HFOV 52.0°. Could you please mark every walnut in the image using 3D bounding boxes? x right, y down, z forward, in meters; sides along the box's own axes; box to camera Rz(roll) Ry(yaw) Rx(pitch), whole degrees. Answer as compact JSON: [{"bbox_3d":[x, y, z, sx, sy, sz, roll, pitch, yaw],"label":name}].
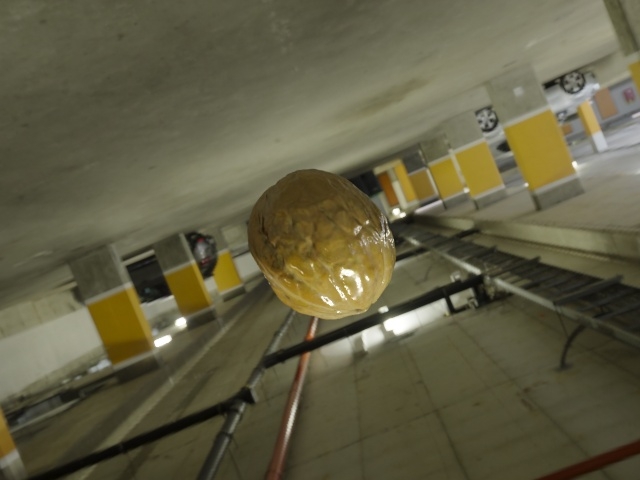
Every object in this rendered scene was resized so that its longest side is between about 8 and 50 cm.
[{"bbox_3d":[0.000,0.000,0.489,0.105,0.124,0.105,-25,154,-13],"label":"walnut"}]
